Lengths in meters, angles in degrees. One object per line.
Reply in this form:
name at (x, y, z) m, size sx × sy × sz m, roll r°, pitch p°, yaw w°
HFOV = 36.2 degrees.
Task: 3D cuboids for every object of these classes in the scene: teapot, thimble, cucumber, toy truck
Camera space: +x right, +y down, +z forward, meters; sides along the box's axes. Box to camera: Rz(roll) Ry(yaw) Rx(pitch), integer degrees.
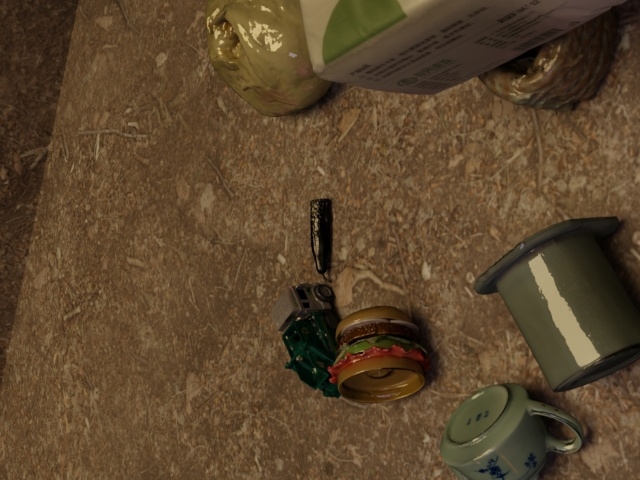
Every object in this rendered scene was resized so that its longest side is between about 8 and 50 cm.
teapot at (0.273, 0.301, 1.429) m, size 0.232 × 0.159 × 0.159 m, roll -33°, pitch 62°, yaw 34°
thimble at (0.317, -0.309, 1.405) m, size 0.196 × 0.148 × 0.229 m, roll -40°, pitch 60°, yaw 40°
cucumber at (0.000, 0.000, 1.871) m, size 0.039 × 0.043 × 0.163 m, roll 97°, pitch 174°, yaw -84°
toy truck at (-0.016, 0.181, 1.809) m, size 0.110 × 0.116 × 0.216 m, roll -52°, pitch 50°, yaw 36°

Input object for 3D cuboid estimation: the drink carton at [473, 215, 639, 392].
drink carton at (0.335, 0.095, 1.326) m, size 0.185 × 0.191 × 0.190 m, roll -39°, pitch 64°, yaw 41°

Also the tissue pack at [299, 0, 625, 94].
tissue pack at (0.180, -0.335, 1.254) m, size 0.356 × 0.266 × 0.194 m, roll -21°, pitch 75°, yaw 44°

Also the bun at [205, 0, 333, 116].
bun at (-0.103, -0.412, 1.891) m, size 0.361 × 0.213 × 0.361 m, roll -1°, pitch 89°, yaw 52°

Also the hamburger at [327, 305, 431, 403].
hamburger at (0.097, 0.184, 1.641) m, size 0.175 × 0.175 × 0.137 m, roll -39°, pitch 44°, yaw 43°
